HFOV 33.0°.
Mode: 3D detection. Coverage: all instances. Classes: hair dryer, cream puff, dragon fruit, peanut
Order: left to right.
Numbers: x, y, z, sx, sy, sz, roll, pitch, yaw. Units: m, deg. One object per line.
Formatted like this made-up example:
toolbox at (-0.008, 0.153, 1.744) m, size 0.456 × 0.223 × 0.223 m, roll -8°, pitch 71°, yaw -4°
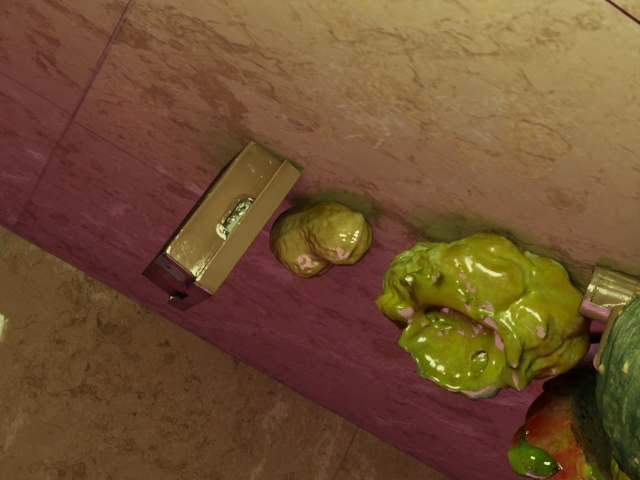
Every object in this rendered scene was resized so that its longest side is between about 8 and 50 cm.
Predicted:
peanut at (0.000, 0.000, 1.502) m, size 0.095 × 0.108 × 0.226 m, roll 25°, pitch 164°, yaw -25°
cream puff at (0.200, 0.106, 1.376) m, size 0.282 × 0.185 × 0.282 m, roll 23°, pitch 167°, yaw 6°
dragon fruit at (0.396, 0.317, 1.543) m, size 0.268 × 0.295 × 0.130 m, roll 31°, pitch 123°, yaw -23°
hair dryer at (0.334, 0.103, 1.193) m, size 0.117 × 0.181 × 0.064 m, roll 22°, pitch 125°, yaw 14°

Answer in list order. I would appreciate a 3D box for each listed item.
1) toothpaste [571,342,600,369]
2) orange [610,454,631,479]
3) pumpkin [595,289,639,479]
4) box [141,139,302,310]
toothpaste at (0.335, 0.172, 1.606) m, size 0.314 × 0.058 × 0.056 m, roll -14°, pitch 98°, yaw 61°
orange at (0.517, 0.303, 1.337) m, size 0.301 × 0.223 × 0.300 m, roll 39°, pitch -148°, yaw 29°
pumpkin at (0.429, 0.155, 1.029) m, size 0.328 × 0.257 × 0.291 m, roll 33°, pitch -159°, yaw 16°
box at (-0.143, -0.016, 1.486) m, size 0.086 × 0.215 × 0.215 m, roll 38°, pitch 162°, yaw -8°
